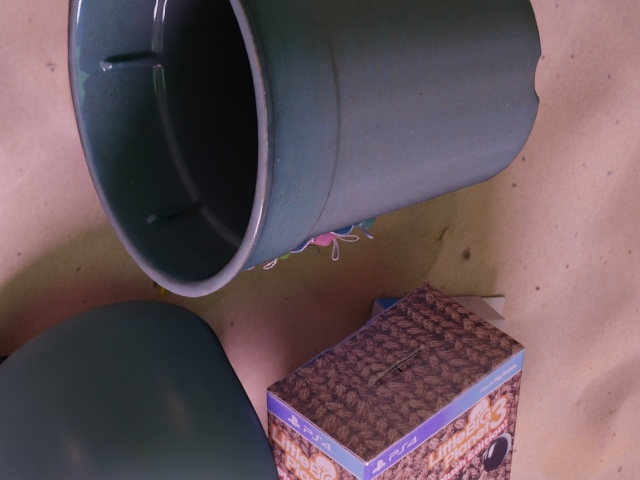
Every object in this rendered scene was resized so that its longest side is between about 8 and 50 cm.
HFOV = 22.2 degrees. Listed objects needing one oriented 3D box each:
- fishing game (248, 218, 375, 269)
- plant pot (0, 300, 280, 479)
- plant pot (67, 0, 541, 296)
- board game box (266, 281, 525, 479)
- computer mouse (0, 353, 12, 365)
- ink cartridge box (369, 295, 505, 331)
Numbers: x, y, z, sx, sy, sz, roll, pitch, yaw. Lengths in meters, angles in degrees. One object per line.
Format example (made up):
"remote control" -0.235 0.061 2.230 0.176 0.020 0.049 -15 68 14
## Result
"fishing game" 0.000 0.000 1.626 0.264 0.189 0.041 -23 95 -40
"plant pot" -0.172 0.243 1.576 0.293 0.235 0.293 -20 136 -21
"plant pot" -0.004 -0.149 1.474 0.334 0.341 0.341 -13 120 -33
"board game box" 0.076 0.235 1.690 0.232 0.141 0.291 -32 139 -32
"computer mouse" -0.234 0.119 1.639 0.193 0.042 0.106 -30 127 -10
"ink cartridge box" 0.140 0.121 1.836 0.180 0.060 0.104 -1 115 -29
